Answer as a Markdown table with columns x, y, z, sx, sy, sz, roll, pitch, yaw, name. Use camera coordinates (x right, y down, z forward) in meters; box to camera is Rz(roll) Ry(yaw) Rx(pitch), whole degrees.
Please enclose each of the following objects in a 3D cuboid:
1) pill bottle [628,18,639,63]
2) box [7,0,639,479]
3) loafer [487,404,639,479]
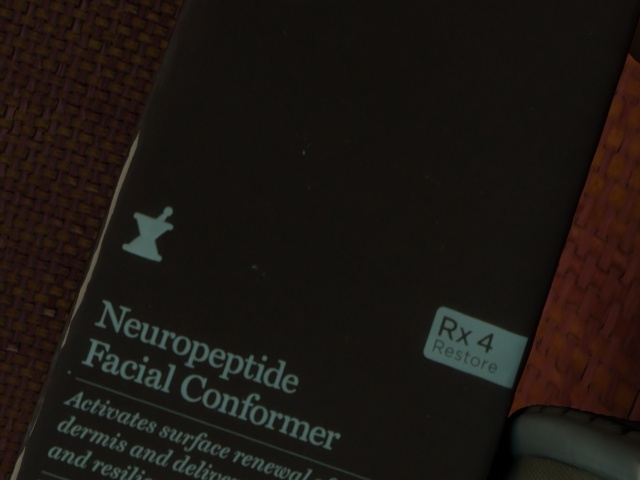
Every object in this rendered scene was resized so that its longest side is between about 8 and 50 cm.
| x | y | z | sx | sy | sz | roll | pitch | yaw | name |
| --- | --- | --- | --- | --- | --- | --- | --- | --- | --- |
| 0.193 | -0.176 | 0.823 | 0.180 | 0.108 | 0.108 | -92 | 26 | -47 | pill bottle |
| 0.000 | 0.000 | 0.700 | 0.143 | 0.191 | 0.381 | 150 | 139 | -78 | box |
| 0.121 | 0.156 | 0.718 | 0.366 | 0.133 | 0.130 | 136 | 145 | -73 | loafer |
